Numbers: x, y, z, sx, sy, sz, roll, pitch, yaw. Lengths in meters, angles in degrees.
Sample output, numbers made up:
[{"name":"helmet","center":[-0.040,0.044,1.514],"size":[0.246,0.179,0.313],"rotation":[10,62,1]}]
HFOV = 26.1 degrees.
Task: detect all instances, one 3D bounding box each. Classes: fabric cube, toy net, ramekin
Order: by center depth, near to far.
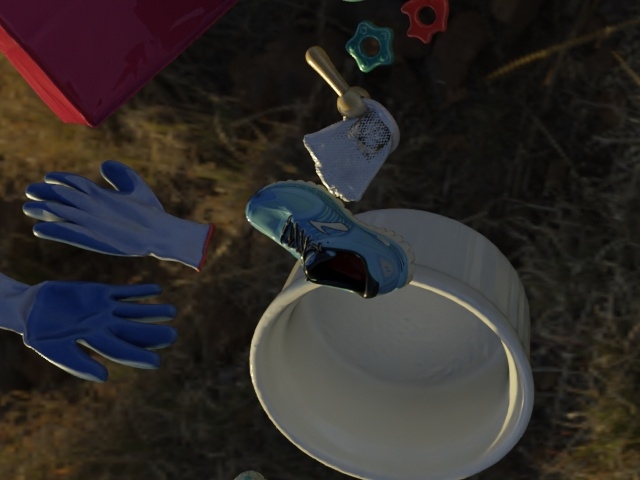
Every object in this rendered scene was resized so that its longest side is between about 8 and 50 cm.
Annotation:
[{"name":"toy net","center":[0.047,-0.148,1.147],"size":[0.122,0.045,0.232],"rotation":[6,105,16]},{"name":"ramekin","center":[0.079,0.100,1.374],"size":[0.277,0.277,0.135],"rotation":[-34,22,34]},{"name":"fabric cube","center":[-0.288,-0.313,1.694],"size":[0.254,0.259,0.258],"rotation":[-42,15,-7]}]

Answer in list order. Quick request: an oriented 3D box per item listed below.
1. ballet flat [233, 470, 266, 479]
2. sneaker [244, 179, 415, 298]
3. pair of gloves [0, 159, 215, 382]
[{"name":"ballet flat","center":[-0.050,0.250,1.153],"size":[0.168,0.057,0.052],"rotation":[90,-179,-48]},{"name":"sneaker","center":[0.000,0.000,1.191],"size":[0.162,0.073,0.063],"rotation":[26,123,22]},{"name":"pair of gloves","center":[-0.171,0.017,1.060],"size":[0.023,0.159,0.198],"rotation":[101,-174,-52]}]
